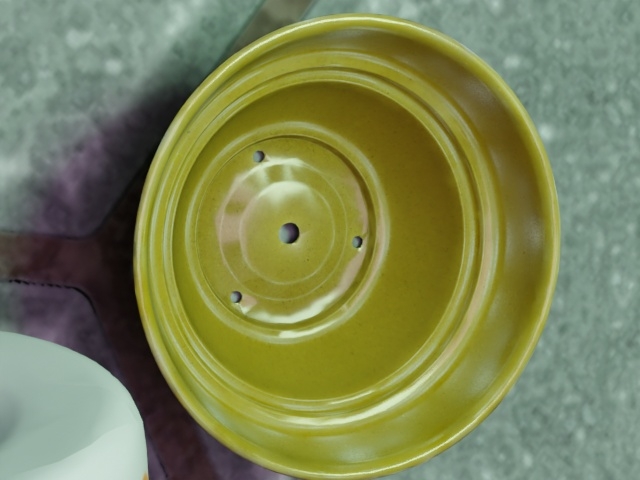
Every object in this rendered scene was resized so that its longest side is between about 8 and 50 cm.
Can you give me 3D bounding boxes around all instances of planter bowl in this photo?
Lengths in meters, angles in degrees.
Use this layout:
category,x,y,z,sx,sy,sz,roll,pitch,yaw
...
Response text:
category,x,y,z,sx,sy,sz,roll,pitch,yaw
planter bowl,0.000,0.000,0.922,0.217,0.090,0.217,-3,97,-24

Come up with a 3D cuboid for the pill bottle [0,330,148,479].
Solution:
category,x,y,z,sx,sy,sz,roll,pitch,yaw
pill bottle,-0.170,0.253,0.786,0.224,0.224,0.392,-11,110,-23
